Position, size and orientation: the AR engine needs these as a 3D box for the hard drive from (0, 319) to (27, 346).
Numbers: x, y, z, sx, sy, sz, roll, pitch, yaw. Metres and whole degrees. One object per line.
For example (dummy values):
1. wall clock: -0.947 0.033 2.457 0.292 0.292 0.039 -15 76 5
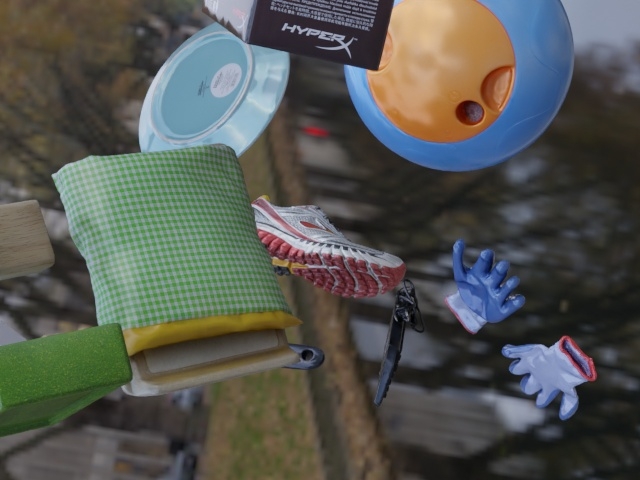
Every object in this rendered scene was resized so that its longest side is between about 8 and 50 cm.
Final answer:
1. hard drive: -0.544 0.107 2.166 0.307 0.203 0.040 -7 51 43

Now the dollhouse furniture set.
1. dollhouse furniture set: -0.140 0.014 1.211 0.151 0.301 0.197 -35 70 57

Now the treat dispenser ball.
1. treat dispenser ball: 0.172 -0.230 2.071 0.288 0.288 0.288 -170 90 -85

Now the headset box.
1. headset box: 0.004 -0.298 1.290 0.218 0.110 0.293 -131 53 -70

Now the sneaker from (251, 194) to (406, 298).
1. sneaker: 0.000 0.000 2.030 0.088 0.225 0.093 87 -155 -56

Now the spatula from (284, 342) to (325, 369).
1. spatula: -0.126 0.130 1.909 0.030 0.296 0.084 54 -133 -45

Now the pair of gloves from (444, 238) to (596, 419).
1. pair of gloves: 0.187 0.084 1.579 0.023 0.198 0.159 -36 -8 -21

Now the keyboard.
1. keyboard: 0.091 0.109 1.809 0.192 0.038 0.100 -74 -3 -72

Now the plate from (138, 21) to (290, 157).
1. plate: -0.112 -0.147 1.629 0.024 0.188 0.188 38 -131 -44
